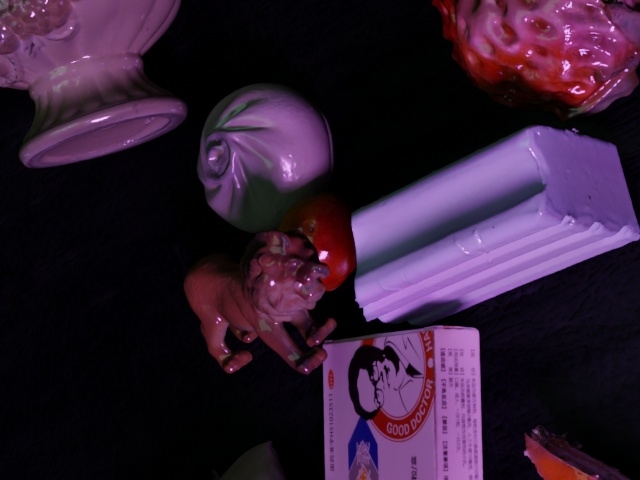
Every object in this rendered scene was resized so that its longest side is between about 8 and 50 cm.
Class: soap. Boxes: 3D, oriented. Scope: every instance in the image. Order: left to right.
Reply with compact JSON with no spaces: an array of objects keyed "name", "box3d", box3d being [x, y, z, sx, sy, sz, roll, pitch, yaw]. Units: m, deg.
[{"name":"soap","box3d":[0.147,-0.008,1.465,0.289,0.173,0.095,-26,66,40]}]

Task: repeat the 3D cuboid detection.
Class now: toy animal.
[{"name":"toy animal","box3d":[-0.070,0.058,1.634,0.312,0.097,0.157,-3,117,57]}]

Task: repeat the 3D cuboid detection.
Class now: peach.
[{"name":"peach","box3d":[0.000,0.000,1.654,0.100,0.100,0.101,-6,81,43]}]

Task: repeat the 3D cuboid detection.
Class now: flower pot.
[{"name":"flower pot","box3d":[-0.297,-0.233,1.850,0.307,0.307,0.244,-23,85,40]}]

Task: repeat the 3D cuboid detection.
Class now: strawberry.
[{"name":"strawberry","box3d":[0.187,-0.271,1.475,0.336,0.149,0.265,43,116,39]}]

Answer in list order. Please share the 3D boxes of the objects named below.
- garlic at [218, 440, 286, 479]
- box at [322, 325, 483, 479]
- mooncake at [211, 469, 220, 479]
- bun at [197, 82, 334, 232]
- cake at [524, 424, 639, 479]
[{"name":"garlic","box3d":[-0.085,0.388,1.702,0.143,0.112,0.318,-7,91,38]},{"name":"box","box3d":[0.082,0.270,1.536,0.214,0.069,0.353,-13,74,58]},{"name":"mooncake","box3d":[-0.231,0.403,1.860,0.347,0.057,0.150,-29,82,34]},{"name":"bun","box3d":[-0.075,-0.094,1.727,0.173,0.120,0.173,-4,85,43]},{"name":"cake","box3d":[0.287,0.255,1.355,0.287,0.098,0.135,50,120,30]}]
